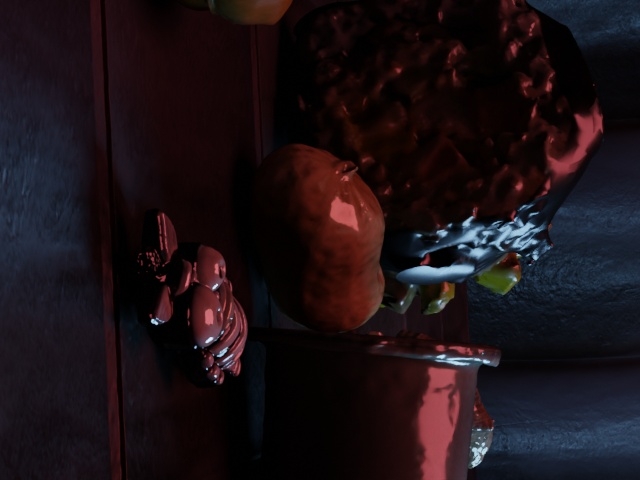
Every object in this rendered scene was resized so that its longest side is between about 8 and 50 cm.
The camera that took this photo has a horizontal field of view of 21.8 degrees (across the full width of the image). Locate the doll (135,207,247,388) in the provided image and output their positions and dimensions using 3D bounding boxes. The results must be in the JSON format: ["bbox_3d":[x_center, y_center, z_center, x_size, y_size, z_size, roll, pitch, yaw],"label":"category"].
[{"bbox_3d":[-0.094,0.053,1.253,0.219,0.067,0.091,58,35,-66],"label":"doll"}]

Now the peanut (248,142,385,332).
[{"bbox_3d":[0.000,0.000,1.612,0.224,0.129,0.129,80,13,-46],"label":"peanut"}]

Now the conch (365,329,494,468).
[{"bbox_3d":[0.123,0.225,2.113,0.163,0.178,0.245,57,12,-85],"label":"conch"}]

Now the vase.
[{"bbox_3d":[0.032,0.228,1.520,0.245,0.245,0.291,18,78,-79],"label":"vase"}]

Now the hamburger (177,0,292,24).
[{"bbox_3d":[-0.071,-0.260,1.264,0.283,0.144,0.157,77,15,-52],"label":"hamburger"}]

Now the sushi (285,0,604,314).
[{"bbox_3d":[0.137,-0.089,1.820,0.285,0.328,0.328,66,6,-60],"label":"sushi"}]
